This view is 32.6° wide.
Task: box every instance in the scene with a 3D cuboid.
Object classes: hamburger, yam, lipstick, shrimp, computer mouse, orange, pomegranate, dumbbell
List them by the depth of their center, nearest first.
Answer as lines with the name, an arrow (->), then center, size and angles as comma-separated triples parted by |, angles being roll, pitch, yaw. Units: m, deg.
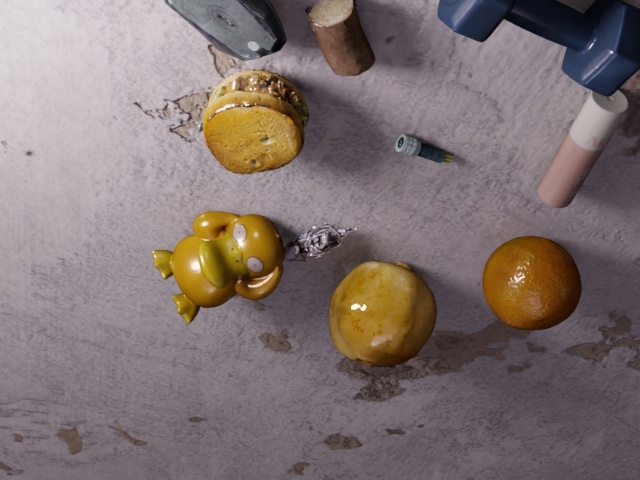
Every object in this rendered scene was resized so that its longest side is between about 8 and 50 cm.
dumbbell -> 0.344, -0.341, 1.672 | 0.324, 0.160, 0.144 | 18, 168, -20
computer mouse -> -0.147, -0.370, 1.697 | 0.231, 0.071, 0.126 | 36, 144, -24
yam -> 0.034, -0.324, 1.746 | 0.084, 0.084, 0.127 | -12, 137, 14
hamburger -> -0.109, -0.211, 1.855 | 0.181, 0.118, 0.191 | 5, 145, -12
lipstick -> 0.465, -0.163, 1.953 | 0.070, 0.070, 0.254 | 7, 141, -9
lipstick -> 0.192, -0.161, 1.987 | 0.116, 0.037, 0.037 | 17, 139, -26
shrimp -> 0.000, 0.000, 2.161 | 0.165, 0.065, 0.057 | -19, 114, 22
orange -> 0.422, 0.087, 2.176 | 0.206, 0.206, 0.206 | 0, 141, 0
pomegranate -> 0.125, 0.153, 2.231 | 0.233, 0.233, 0.233 | 0, 141, 0

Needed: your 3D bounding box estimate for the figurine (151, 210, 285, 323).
figurine -> -0.193, 0.041, 2.147 | 0.215, 0.215, 0.228 | 25, 149, -28
